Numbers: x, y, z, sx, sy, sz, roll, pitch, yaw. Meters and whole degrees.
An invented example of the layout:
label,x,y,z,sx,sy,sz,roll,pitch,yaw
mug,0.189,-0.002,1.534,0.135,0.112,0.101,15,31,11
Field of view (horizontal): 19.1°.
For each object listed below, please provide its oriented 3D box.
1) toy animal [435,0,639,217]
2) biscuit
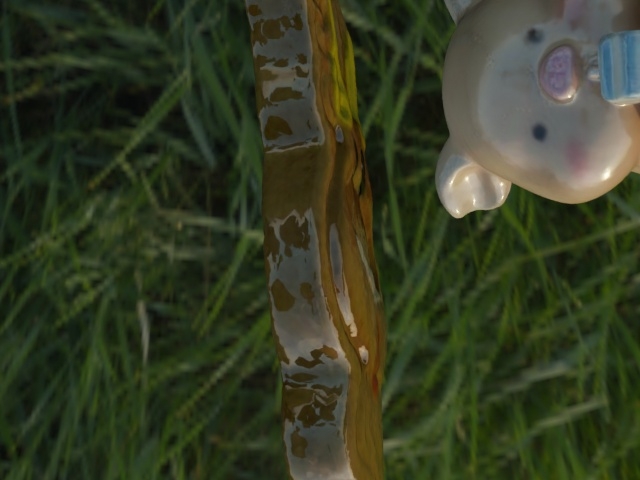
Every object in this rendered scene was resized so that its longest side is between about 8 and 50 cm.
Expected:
label,x,y,z,sx,sy,sz,roll,pitch,yaw
toy animal,0.219,-0.106,1.333,0.256,0.213,0.195,4,90,-8
biscuit,0.004,0.000,0.867,0.044,0.186,0.295,-7,78,9
